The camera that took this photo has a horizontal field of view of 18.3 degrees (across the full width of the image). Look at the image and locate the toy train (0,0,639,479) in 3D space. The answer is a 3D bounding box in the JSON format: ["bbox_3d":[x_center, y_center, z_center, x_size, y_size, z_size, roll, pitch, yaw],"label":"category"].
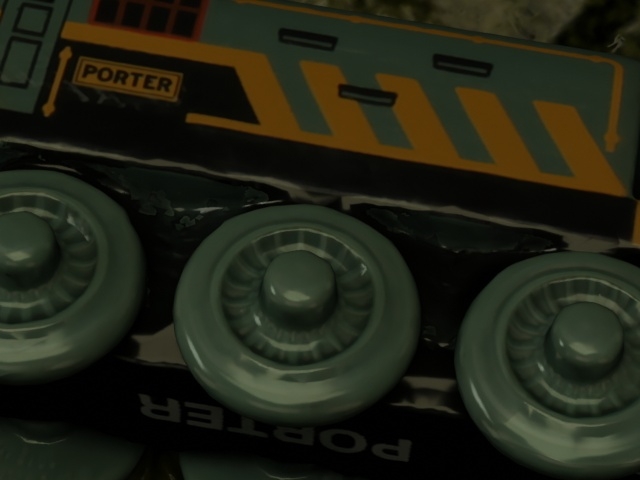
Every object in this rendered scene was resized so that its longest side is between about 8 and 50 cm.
[{"bbox_3d":[0.000,0.000,0.675,0.334,0.142,0.190,9,59,4],"label":"toy train"}]
